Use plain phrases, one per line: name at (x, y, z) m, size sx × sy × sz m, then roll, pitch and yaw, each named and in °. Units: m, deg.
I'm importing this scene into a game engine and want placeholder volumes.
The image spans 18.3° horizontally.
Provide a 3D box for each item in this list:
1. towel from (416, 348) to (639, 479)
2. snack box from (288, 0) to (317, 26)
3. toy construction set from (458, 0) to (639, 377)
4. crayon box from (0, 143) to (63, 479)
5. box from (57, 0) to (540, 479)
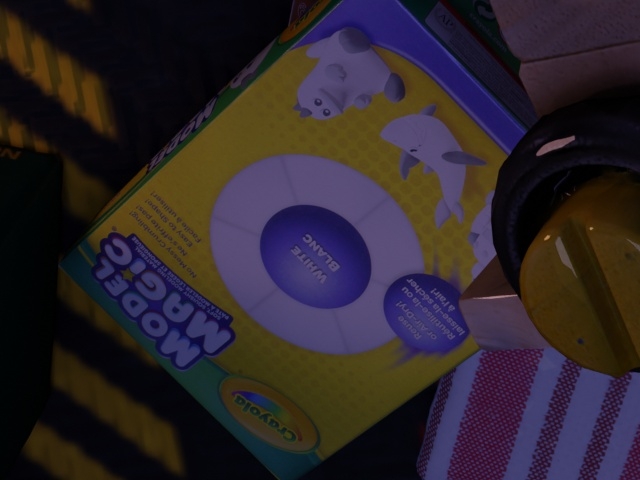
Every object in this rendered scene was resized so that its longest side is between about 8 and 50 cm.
towel at (0.137, 0.043, 0.610) m, size 0.197 × 0.029 × 0.144 m, roll 18°, pitch 117°, yaw 5°
snack box at (0.083, -0.071, 0.566) m, size 0.178 × 0.022 × 0.064 m, roll 14°, pitch 118°, yaw 4°
toy construction set at (0.121, -0.100, 0.411) m, size 0.308 × 0.257 × 0.237 m, roll -20°, pitch 105°, yaw 17°
crayon box at (-0.288, 0.050, 0.532) m, size 0.363 × 0.313 × 0.106 m, roll 10°, pitch 117°, yaw 6°
box at (0.000, 0.000, 0.589) m, size 0.105 × 0.043 × 0.179 m, roll 44°, pitch 130°, yaw -7°
